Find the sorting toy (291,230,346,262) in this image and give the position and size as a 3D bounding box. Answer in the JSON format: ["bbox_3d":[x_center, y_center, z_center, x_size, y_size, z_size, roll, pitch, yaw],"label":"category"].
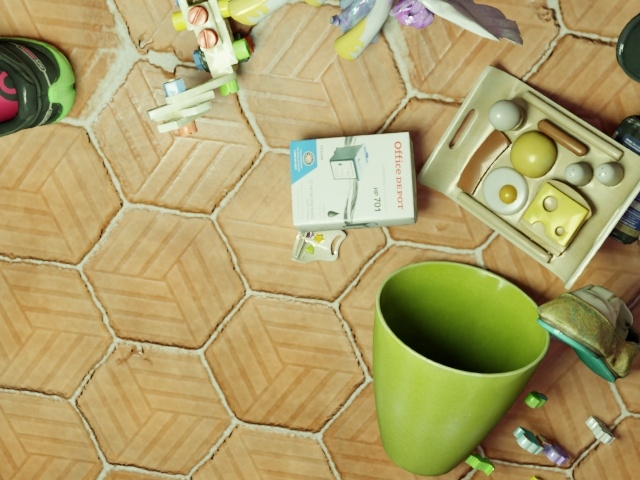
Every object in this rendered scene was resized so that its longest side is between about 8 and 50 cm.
[{"bbox_3d":[0.000,0.000,1.741,0.075,0.045,0.083,19,107,-9],"label":"sorting toy"}]

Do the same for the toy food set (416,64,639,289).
[{"bbox_3d":[0.320,-0.098,1.601,0.306,0.092,0.219,39,108,26],"label":"toy food set"}]

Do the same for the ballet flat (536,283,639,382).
[{"bbox_3d":[0.424,0.130,1.624,0.123,0.348,0.123,-10,68,25],"label":"ballet flat"}]

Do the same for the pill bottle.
[{"bbox_3d":[0.491,-0.114,1.622,0.123,0.123,0.219,30,107,-5],"label":"pill bottle"}]

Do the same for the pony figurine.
[{"bbox_3d":[0.093,-0.396,1.465,0.351,0.303,0.363,15,151,-29],"label":"pony figurine"}]

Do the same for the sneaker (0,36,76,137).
[{"bbox_3d":[-0.632,-0.235,1.631,0.483,0.202,0.185,-6,106,6],"label":"sneaker"}]

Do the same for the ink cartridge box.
[{"bbox_3d":[0.053,-0.091,1.661,0.191,0.082,0.139,-5,82,9],"label":"ink cartridge box"}]

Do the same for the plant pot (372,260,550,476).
[{"bbox_3d":[0.196,0.230,1.703,0.275,0.275,0.293,12,125,1],"label":"plant pot"}]

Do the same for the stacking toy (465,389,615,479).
[{"bbox_3d":[0.372,0.350,1.769,0.221,0.052,0.167,27,109,-33],"label":"stacking toy"}]

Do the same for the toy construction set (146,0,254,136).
[{"bbox_3d":[-0.188,-0.323,1.563,0.151,0.215,0.327,-1,107,6],"label":"toy construction set"}]

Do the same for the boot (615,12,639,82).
[{"bbox_3d":[0.621,-0.225,1.408,0.367,0.445,0.146,7,108,2],"label":"boot"}]
